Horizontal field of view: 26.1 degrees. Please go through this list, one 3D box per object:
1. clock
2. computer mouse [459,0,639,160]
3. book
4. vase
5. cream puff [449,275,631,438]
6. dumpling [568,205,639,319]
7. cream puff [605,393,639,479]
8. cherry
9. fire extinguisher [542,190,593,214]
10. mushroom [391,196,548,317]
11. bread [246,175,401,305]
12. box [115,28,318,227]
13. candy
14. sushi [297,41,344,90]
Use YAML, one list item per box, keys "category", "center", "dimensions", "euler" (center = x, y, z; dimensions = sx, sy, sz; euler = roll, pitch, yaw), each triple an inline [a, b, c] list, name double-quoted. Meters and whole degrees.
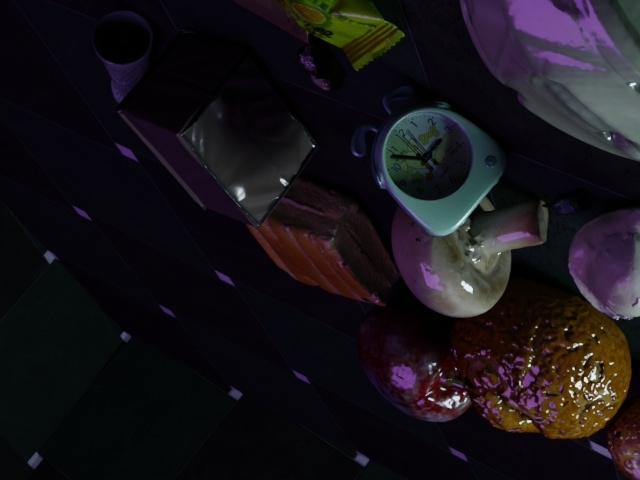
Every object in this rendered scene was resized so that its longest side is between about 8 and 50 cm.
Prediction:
- category: "clock"
  center: [0.139, -0.111, 1.808]
  dimensions: [0.188, 0.148, 0.060]
  euler: [43, 177, -3]
- category: "computer mouse"
  center: [0.263, -0.193, 1.362]
  dimensions: [0.228, 0.145, 0.429]
  euler: [7, 148, 51]
- category: "book"
  center: [-0.097, -0.344, 1.827]
  dimensions: [0.198, 0.016, 0.138]
  euler: [31, 162, 11]
- category: "vase"
  center: [-0.314, -0.288, 2.252]
  dimensions: [0.096, 0.096, 0.219]
  euler: [33, 165, 6]
- category: "cream puff"
  center: [0.330, 0.194, 2.135]
  dimensions: [0.303, 0.212, 0.303]
  euler: [30, 157, 14]
- category: "dumpling"
  center: [0.388, 0.024, 1.763]
  dimensions: [0.136, 0.118, 0.199]
  euler: [43, 136, 5]
- category: "cream puff"
  center: [0.564, 0.325, 2.139]
  dimensions: [0.240, 0.164, 0.240]
  euler: [40, 155, 23]
- category: "cherry"
  center: [0.173, 0.202, 2.455]
  dimensions: [0.230, 0.203, 0.300]
  euler: [38, 172, -33]
- category: "fire extinguisher"
  center: [0.328, -0.046, 1.817]
  dimensions: [0.038, 0.025, 0.083]
  euler: [16, 169, -21]
- category: "mushroom"
  center: [0.213, -0.002, 1.911]
  dimensions: [0.215, 0.207, 0.207]
  euler: [-17, 133, 29]
- category: "bread"
  center: [0.000, 0.000, 2.390]
  dimensions: [0.239, 0.111, 0.246]
  euler: [22, 159, 38]
- category: "box"
  center: [-0.150, -0.168, 2.106]
  dimensions: [0.153, 0.188, 0.252]
  euler: [19, 154, 42]
- category: "candy"
  center: [-0.010, -0.308, 1.679]
  dimensions: [0.246, 0.069, 0.149]
  euler: [41, 164, -15]
- category: "sushi"
  center: [-0.006, -0.236, 1.896]
  dimensions: [0.046, 0.044, 0.083]
  euler: [17, 153, 42]
